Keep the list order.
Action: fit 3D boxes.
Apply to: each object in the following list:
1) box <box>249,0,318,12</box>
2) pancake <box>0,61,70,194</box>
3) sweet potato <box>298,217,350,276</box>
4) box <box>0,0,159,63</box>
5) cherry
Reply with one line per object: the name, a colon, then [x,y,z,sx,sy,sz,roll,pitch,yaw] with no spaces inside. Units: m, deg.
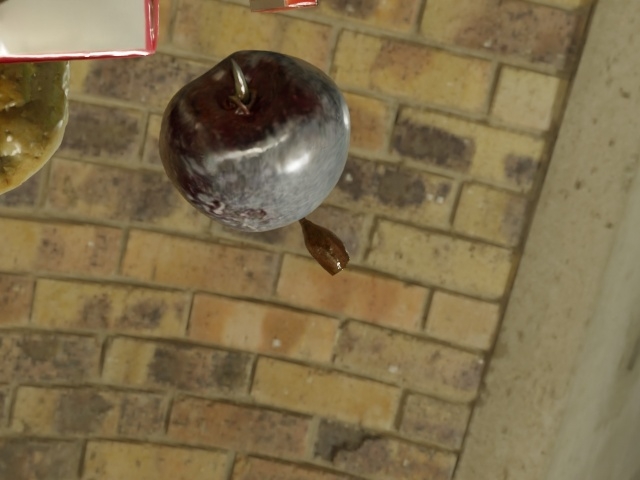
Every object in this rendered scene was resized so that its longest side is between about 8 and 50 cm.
box: [-0.063,-0.384,1.263,0.050,0.123,0.229,-9,-165,-15]
pancake: [-0.441,-0.230,1.060,0.082,0.387,0.387,-4,-178,37]
sweet potato: [0.000,0.000,1.312,0.117,0.049,0.049,51,-153,14]
box: [-0.285,-0.267,0.528,0.314,0.300,0.312,-9,-158,-27]
cherry: [-0.084,-0.132,1.207,0.255,0.296,0.218,-28,-115,-6]
